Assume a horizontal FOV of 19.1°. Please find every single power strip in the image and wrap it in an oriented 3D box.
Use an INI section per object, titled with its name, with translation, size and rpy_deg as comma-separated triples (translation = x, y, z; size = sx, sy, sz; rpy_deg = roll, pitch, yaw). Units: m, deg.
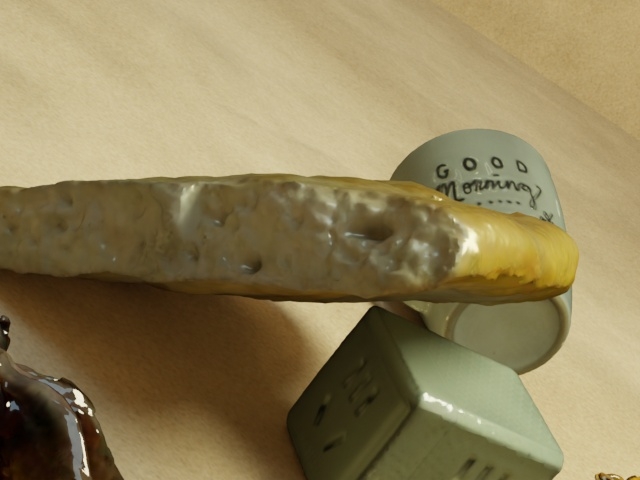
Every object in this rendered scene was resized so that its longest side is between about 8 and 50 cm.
[power strip]
translation = 0.107, 0.175, 1.582
size = 0.224, 0.140, 0.139
rpy_deg = 25, 21, -29

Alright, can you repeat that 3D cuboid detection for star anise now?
[star anise]
translation = -0.234, 0.097, 1.258
size = 0.288, 0.088, 0.288
rpy_deg = 36, 6, -4

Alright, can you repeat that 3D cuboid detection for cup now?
[cup]
translation = 0.135, 0.020, 1.984
size = 0.258, 0.186, 0.234
rpy_deg = 2, 36, -7

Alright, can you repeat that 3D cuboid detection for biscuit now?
[biscuit]
translation = 0.000, -0.001, 1.556
size = 0.429, 0.104, 0.446
rpy_deg = 0, -3, 32

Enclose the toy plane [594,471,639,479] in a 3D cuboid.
[toy plane]
translation = 0.400, 0.335, 1.799
size = 0.204, 0.103, 0.316
rpy_deg = 9, 40, -50
